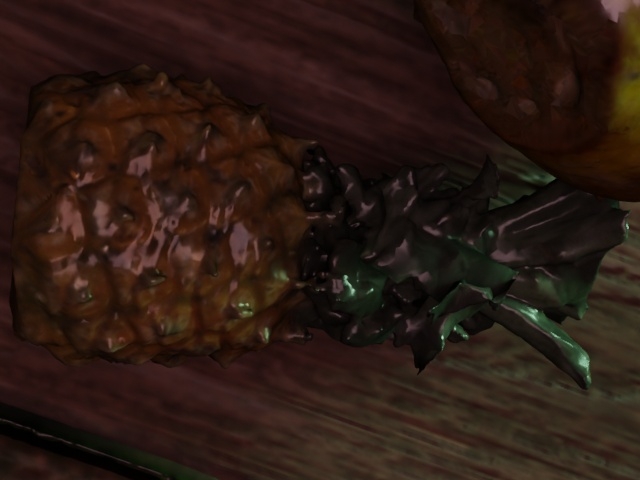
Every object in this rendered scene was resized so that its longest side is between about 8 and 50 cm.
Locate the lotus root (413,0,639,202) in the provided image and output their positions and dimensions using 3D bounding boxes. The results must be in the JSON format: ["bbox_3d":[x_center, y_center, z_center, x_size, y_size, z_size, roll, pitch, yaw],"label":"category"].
[{"bbox_3d":[0.106,-0.096,0.631,0.188,0.180,0.199,34,137,18],"label":"lotus root"}]

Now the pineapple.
[{"bbox_3d":[0.000,-0.001,0.694,0.248,0.128,0.128,7,98,-11],"label":"pineapple"}]
